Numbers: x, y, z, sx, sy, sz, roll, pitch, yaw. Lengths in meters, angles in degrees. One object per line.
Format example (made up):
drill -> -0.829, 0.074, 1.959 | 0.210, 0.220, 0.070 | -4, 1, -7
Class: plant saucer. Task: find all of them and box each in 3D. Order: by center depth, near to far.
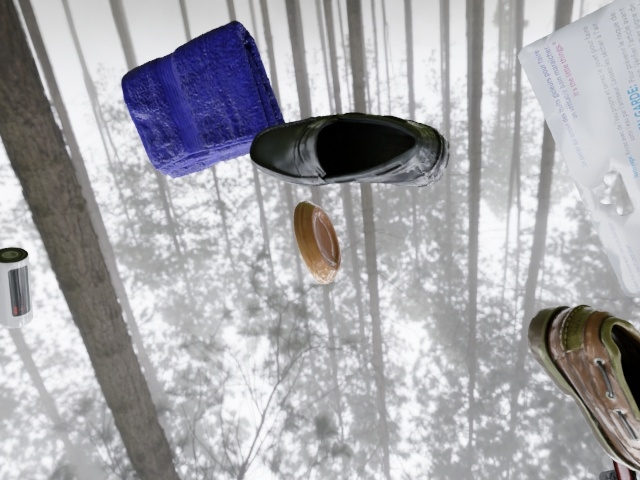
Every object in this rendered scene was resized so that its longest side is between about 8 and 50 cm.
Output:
plant saucer -> 0.000, 0.000, 1.094 | 0.037, 0.200, 0.200 | -17, -160, 20

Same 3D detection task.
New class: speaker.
speaker -> -0.530, 0.083, 0.818 | 0.055, 0.136, 0.055 | 11, -155, -5

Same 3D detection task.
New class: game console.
game console -> 0.538, 0.484, 0.861 | 0.085, 0.124, 0.144 | 14, -126, -9

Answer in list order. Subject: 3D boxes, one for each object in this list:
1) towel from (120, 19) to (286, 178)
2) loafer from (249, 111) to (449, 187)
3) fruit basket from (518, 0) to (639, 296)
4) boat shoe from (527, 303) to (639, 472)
towel -> -0.230, -0.246, 0.890 | 0.308, 0.228, 0.076 | -10, -157, 30
loafer -> 0.012, -0.092, 0.463 | 0.223, 0.076, 0.078 | 9, 177, 34
fruit basket -> 0.370, -0.099, 0.332 | 0.353, 0.327, 0.165 | -18, -138, 36
boat shoe -> 0.379, 0.194, 0.557 | 0.111, 0.307, 0.104 | -56, -166, -21
